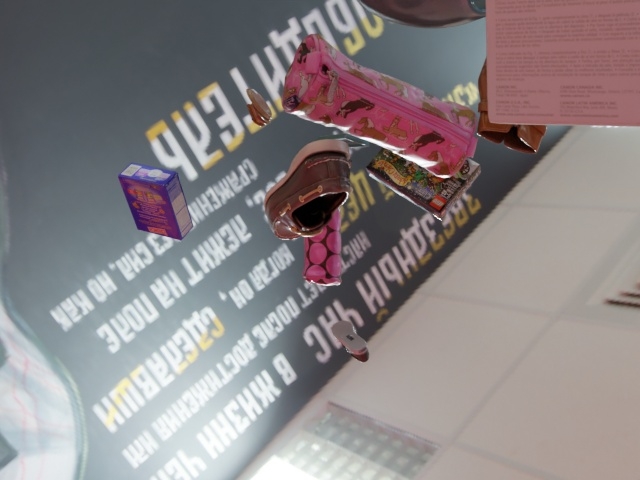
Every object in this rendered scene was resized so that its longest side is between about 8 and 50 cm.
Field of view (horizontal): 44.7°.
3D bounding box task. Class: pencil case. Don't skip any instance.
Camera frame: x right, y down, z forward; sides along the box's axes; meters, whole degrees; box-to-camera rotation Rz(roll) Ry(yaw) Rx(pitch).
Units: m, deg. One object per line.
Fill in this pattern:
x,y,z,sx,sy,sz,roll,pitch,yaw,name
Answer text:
0.000,0.000,1.806,0.098,0.209,0.095,-1,171,1,pencil case
0.118,-0.253,1.501,0.160,0.386,0.167,-52,-152,37,pencil case

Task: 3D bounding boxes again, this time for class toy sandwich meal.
-0.128,-0.266,1.562,0.029,0.085,0.086,-36,-158,16,toy sandwich meal

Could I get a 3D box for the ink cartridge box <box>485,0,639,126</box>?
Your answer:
0.380,-0.348,1.043,0.308,0.385,0.091,7,-159,32,ink cartridge box

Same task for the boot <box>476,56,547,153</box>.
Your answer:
0.448,-0.277,1.538,0.109,0.283,0.220,127,-24,-72,boot

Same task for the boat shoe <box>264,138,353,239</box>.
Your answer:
-0.025,-0.065,1.419,0.116,0.097,0.324,-1,157,-22,boat shoe

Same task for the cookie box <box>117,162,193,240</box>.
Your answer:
-0.253,-0.060,1.203,0.091,0.107,0.040,13,-136,26,cookie box

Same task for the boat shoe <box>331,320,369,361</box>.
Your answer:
0.065,0.221,1.704,0.049,0.040,0.142,-26,-153,-11,boat shoe

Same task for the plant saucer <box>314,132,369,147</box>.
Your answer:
0.050,-0.238,1.868,0.192,0.067,0.018,10,-95,67,plant saucer

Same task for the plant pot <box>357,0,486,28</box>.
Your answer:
0.211,-0.458,1.240,0.290,0.290,0.195,-37,-126,-15,plant pot

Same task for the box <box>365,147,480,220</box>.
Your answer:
0.250,-0.173,1.907,0.233,0.044,0.159,35,-102,27,box
